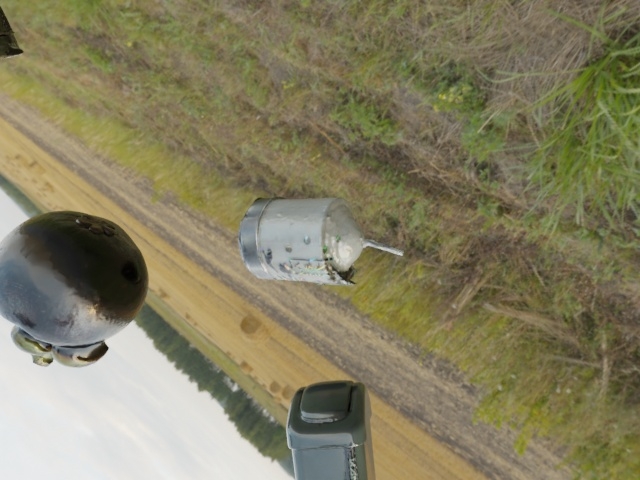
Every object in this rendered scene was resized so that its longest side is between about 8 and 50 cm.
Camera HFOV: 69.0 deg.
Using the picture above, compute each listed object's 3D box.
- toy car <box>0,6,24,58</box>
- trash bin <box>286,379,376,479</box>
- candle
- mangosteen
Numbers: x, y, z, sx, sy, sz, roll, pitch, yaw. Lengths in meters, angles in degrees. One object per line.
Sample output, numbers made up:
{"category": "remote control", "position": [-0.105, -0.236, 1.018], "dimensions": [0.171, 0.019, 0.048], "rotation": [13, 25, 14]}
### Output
{"category": "toy car", "position": [-0.189, -0.113, 0.243], "dimensions": [0.093, 0.025, 0.041], "rotation": [-111, 4, -64]}
{"category": "trash bin", "position": [0.024, 0.309, 0.619], "dimensions": [0.177, 0.101, 0.237], "rotation": [50, -147, -78]}
{"category": "candle", "position": [0.000, 0.000, 0.970], "dimensions": [0.330, 0.188, 0.187], "rotation": [2, 140, 27]}
{"category": "mangosteen", "position": [-0.468, 0.099, 0.857], "dimensions": [0.274, 0.302, 0.275], "rotation": [25, -168, -6]}
